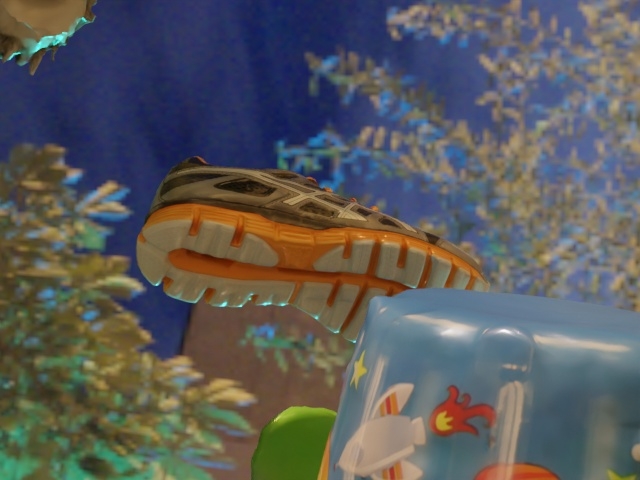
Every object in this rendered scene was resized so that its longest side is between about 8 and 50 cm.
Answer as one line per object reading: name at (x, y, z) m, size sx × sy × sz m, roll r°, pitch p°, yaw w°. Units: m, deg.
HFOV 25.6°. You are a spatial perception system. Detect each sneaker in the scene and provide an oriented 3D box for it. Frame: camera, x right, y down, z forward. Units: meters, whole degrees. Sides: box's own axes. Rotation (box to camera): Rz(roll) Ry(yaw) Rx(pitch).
sneaker at (0.000, 0.000, 0.834) m, size 0.083 × 0.214 × 0.084 m, roll -94°, pitch 25°, yaw -50°

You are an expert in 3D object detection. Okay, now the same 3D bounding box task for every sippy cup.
sippy cup at (0.088, 0.139, 0.592) m, size 0.240 × 0.305 × 0.224 m, roll 0°, pitch -83°, yaw -73°

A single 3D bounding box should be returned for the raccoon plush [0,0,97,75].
raccoon plush at (-0.087, -0.232, 0.869) m, size 0.299 × 0.216 × 0.446 m, roll -57°, pitch -26°, yaw 5°
